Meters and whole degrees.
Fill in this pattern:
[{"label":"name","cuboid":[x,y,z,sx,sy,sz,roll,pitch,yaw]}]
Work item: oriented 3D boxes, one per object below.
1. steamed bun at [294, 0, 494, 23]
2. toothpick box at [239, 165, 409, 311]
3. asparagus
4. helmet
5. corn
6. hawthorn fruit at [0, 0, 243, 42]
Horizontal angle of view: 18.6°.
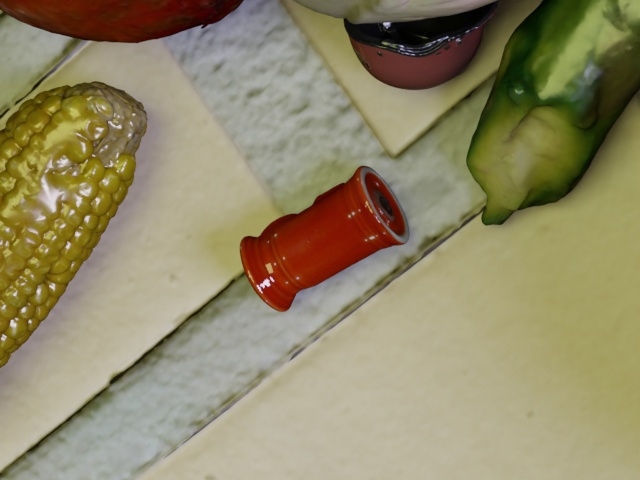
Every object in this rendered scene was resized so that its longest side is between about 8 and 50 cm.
[{"label":"steamed bun","cuboid":[0.077,-0.211,0.938,0.170,0.152,0.239,0,76,60]},{"label":"toothpick box","cuboid":[0.000,0.000,1.017,0.083,0.047,0.047,-30,74,19]},{"label":"asparagus","cuboid":[0.168,-0.151,0.939,0.082,0.085,0.343,34,98,-2]},{"label":"helmet","cuboid":[0.056,-0.105,1.001,0.084,0.049,0.065,-18,43,-4]},{"label":"corn","cuboid":[-0.190,0.018,1.077,0.262,0.097,0.097,-48,69,10]},{"label":"hawthorn fruit","cuboid":[-0.127,-0.189,1.022,0.235,0.181,0.181,-8,82,28]}]
